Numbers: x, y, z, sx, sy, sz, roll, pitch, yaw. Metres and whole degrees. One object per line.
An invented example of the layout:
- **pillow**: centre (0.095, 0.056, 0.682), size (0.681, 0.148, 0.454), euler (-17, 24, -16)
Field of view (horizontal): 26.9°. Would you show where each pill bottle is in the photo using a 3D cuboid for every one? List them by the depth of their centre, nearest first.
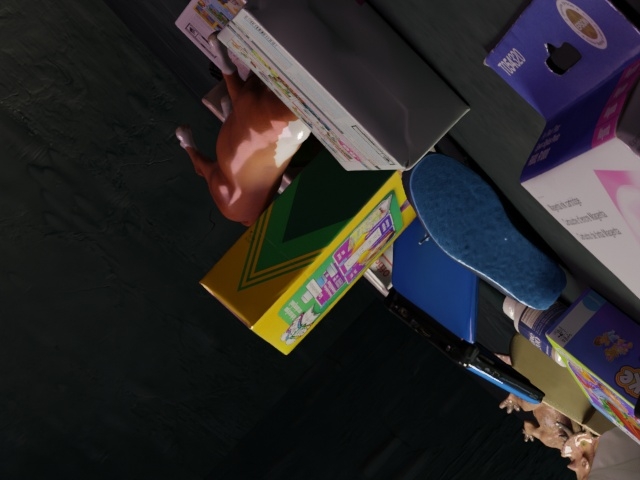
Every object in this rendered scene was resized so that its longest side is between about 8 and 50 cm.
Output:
- **pill bottle**: centre (0.300, 0.109, 1.778), size (0.120, 0.067, 0.067), euler (41, 175, 40)

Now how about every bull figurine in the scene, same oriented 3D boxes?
- **bull figurine**: centre (-0.081, -0.151, 1.700), size (0.188, 0.101, 0.310), euler (57, 140, 24)

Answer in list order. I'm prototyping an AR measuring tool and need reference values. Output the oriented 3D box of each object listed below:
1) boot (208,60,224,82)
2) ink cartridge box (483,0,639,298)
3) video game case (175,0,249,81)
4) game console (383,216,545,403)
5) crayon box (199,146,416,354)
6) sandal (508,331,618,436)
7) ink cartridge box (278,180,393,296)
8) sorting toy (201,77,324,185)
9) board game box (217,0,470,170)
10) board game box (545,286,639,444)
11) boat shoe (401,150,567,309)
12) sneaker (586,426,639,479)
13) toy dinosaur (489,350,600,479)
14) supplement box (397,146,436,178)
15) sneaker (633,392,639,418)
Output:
- **boot**: centre (-0.069, -0.215, 2.196), size (0.246, 0.083, 0.161), euler (48, -173, 35)
- **ink cartridge box**: centre (0.238, -0.023, 0.935), size (0.330, 0.071, 0.324), euler (42, 177, 1)
- **video game case**: centre (-0.080, -0.246, 1.765), size (0.227, 0.026, 0.206), euler (45, 159, -8)
- **game console**: centre (0.227, 0.090, 2.068), size (0.250, 0.173, 0.293), euler (29, -176, -26)
- **crayon box**: centre (0.000, 0.000, 1.873), size (0.106, 0.313, 0.363), euler (43, 176, 11)
- **sandal**: centre (0.383, 0.235, 2.153), size (0.240, 0.088, 0.079), euler (39, 171, -6)
- **ink cartridge box**: centre (0.051, -0.045, 2.305), size (0.353, 0.119, 0.207), euler (44, 178, 39)
- **sorting toy**: centre (-0.053, -0.179, 1.910), size (0.193, 0.038, 0.208), euler (44, -143, -6)
- **board game box**: centre (0.011, -0.180, 1.411), size (0.224, 0.097, 0.303), euler (45, 175, -10)
- **board game box**: centre (0.432, 0.222, 1.529), size (0.347, 0.078, 0.233), euler (41, 176, 38)
- **boat shoe**: centre (0.174, -0.007, 1.545), size (0.258, 0.109, 0.089), euler (48, 178, -27)
- **sneaker**: centre (0.476, 0.300, 1.727), size (0.292, 0.169, 0.108), euler (-5, 136, 35)
- **toy dinosaur**: centre (0.405, 0.281, 2.284), size (0.296, 0.127, 0.200), euler (56, 170, 3)
- **supplement box**: centre (0.118, -0.086, 1.600), size (0.062, 0.036, 0.098), euler (38, 158, 58)
- **sneaker**: centre (0.419, 0.206, 1.291), size (0.267, 0.106, 0.101), euler (42, 175, 2)
